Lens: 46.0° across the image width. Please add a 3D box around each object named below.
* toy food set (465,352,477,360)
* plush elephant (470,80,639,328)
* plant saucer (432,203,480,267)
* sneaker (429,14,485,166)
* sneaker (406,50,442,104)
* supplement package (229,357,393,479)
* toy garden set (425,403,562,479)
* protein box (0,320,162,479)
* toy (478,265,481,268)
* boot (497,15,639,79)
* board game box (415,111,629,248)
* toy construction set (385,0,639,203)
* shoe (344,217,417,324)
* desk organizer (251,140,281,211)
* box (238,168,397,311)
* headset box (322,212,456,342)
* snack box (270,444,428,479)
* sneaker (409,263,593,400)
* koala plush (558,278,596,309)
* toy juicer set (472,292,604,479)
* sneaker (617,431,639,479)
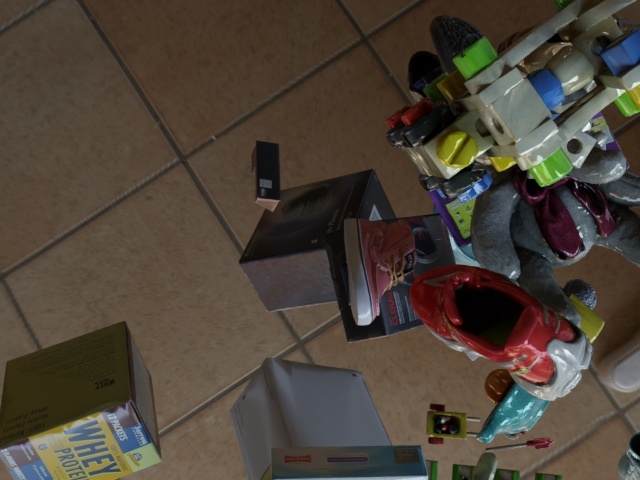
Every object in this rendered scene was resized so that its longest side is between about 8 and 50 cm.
[{"bbox_3d":[0.377,0.215,1.616,0.232,0.104,0.111,47,108,10],"label":"toy food set"},{"bbox_3d":[0.302,-0.086,0.955,0.272,0.255,0.330,-24,51,-11],"label":"plush elephant"},{"bbox_3d":[0.433,-0.064,1.907,0.318,0.044,0.317,-6,109,-18],"label":"plant saucer"},{"bbox_3d":[0.250,-0.253,1.308,0.109,0.130,0.286,-17,80,-37],"label":"sneaker"},{"bbox_3d":[0.261,-0.274,1.588,0.128,0.182,0.315,-30,76,11],"label":"sneaker"},{"bbox_3d":[-0.005,0.345,1.228,0.204,0.261,0.145,15,123,-33],"label":"supplement package"},{"bbox_3d":[0.275,0.382,1.247,0.245,0.049,0.203,3,78,9],"label":"toy garden set"},{"bbox_3d":[-0.368,0.262,1.163,0.200,0.201,0.135,-19,122,-6],"label":"protein box"},{"bbox_3d":[0.435,0.061,1.737,0.237,0.056,0.136,-48,128,-30],"label":"toy"},{"bbox_3d":[0.427,-0.298,1.149,0.306,0.115,0.112,-11,82,-25],"label":"boot"},{"bbox_3d":[0.371,-0.151,1.428,0.347,0.056,0.208,-27,100,19],"label":"board game box"},{"bbox_3d":[0.176,-0.121,0.662,0.215,0.328,0.151,-37,82,3],"label":"toy construction set"},{"bbox_3d":[0.072,0.029,0.861,0.081,0.178,0.063,-3,122,0],"label":"shoe"},{"bbox_3d":[-0.107,-0.124,1.462,0.047,0.050,0.130,6,62,-18],"label":"desk organizer"},{"bbox_3d":[0.000,0.000,1.837,0.294,0.296,0.182,-12,124,26],"label":"box"},{"bbox_3d":[0.141,0.070,1.475,0.110,0.293,0.217,-19,82,45],"label":"headset box"},{"bbox_3d":[0.031,0.405,0.968,0.187,0.060,0.321,0,117,-3],"label":"snack box"},{"bbox_3d":[0.170,0.068,0.811,0.118,0.279,0.107,36,85,-25],"label":"sneaker"},{"bbox_3d":[0.366,0.159,1.421,0.221,0.203,0.196,-21,41,-34],"label":"koala plush"},{"bbox_3d":[0.280,0.233,1.113,0.090,0.209,0.329,35,79,16],"label":"toy juicer set"},{"bbox_3d":[0.681,0.434,1.527,0.150,0.366,0.135,38,73,4],"label":"sneaker"}]
